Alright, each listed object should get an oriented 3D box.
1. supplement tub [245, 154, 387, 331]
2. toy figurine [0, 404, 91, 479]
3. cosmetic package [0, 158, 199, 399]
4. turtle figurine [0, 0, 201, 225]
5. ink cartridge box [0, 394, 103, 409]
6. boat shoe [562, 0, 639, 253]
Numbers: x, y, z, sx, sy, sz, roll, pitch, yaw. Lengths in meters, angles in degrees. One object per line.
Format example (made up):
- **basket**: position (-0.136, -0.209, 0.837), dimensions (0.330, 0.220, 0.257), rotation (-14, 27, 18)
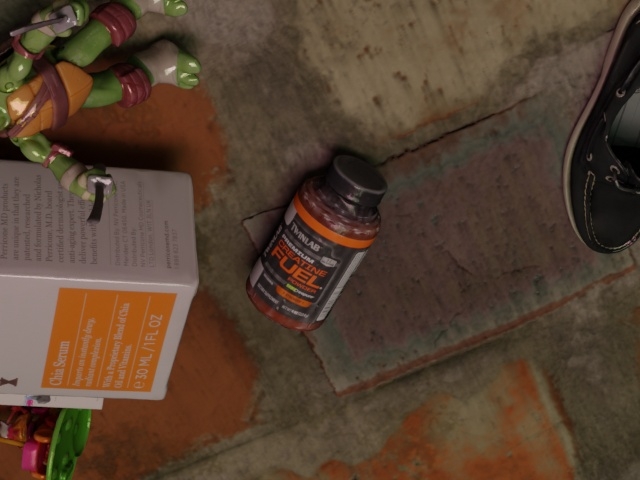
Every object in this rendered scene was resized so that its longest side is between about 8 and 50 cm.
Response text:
- **supplement tub**: position (0.000, 0.000, 2.000), dimensions (0.106, 0.106, 0.198), rotation (18, 119, -22)
- **toy figurine**: position (-0.369, 0.226, 2.082), dimensions (0.159, 0.173, 0.130), rotation (10, 107, 6)
- **cosmetic package**: position (-0.373, 0.039, 1.884), dimensions (0.453, 0.162, 0.230), rotation (3, 142, -13)
- **turtle figurine**: position (-0.217, -0.147, 1.746), dimensions (0.266, 0.274, 0.198), rotation (-38, 102, -33)
- **ink cartridge box**: position (-0.340, 0.136, 2.028), dimensions (0.181, 0.104, 0.062), rotation (5, 123, -13)
- **boat shoe**: position (0.364, -0.109, 1.988), dimensions (0.127, 0.113, 0.340), rotation (6, 123, -15)
